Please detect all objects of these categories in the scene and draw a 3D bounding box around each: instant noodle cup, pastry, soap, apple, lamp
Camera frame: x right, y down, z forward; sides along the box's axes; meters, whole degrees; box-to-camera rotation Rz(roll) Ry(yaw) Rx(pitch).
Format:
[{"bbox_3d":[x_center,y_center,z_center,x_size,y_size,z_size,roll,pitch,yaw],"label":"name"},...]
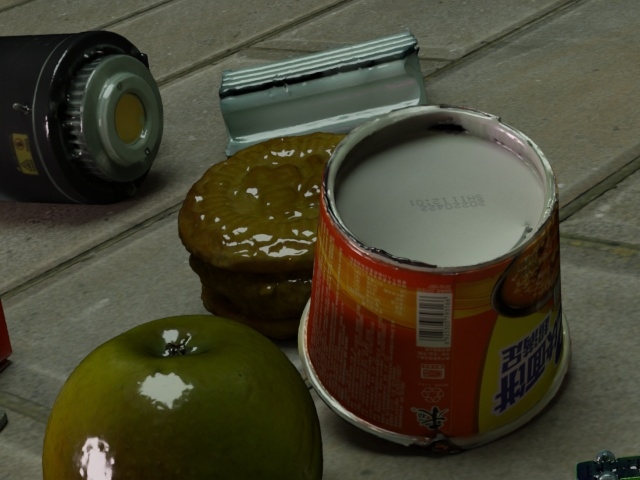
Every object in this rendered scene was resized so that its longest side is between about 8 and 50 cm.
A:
[{"bbox_3d":[0.084,0.018,1.025,0.213,0.174,0.213,-1,47,1],"label":"instant noodle cup"},{"bbox_3d":[0.000,0.000,1.290,0.235,0.132,0.240,14,40,32],"label":"pastry"},{"bbox_3d":[0.000,-0.182,1.765,0.261,0.094,0.150,-12,17,3],"label":"soap"},{"bbox_3d":[-0.092,0.138,0.945,0.196,0.157,0.196,-3,20,1],"label":"apple"},{"bbox_3d":[-0.330,-0.143,1.675,0.374,0.205,0.272,-15,15,-37],"label":"lamp"}]

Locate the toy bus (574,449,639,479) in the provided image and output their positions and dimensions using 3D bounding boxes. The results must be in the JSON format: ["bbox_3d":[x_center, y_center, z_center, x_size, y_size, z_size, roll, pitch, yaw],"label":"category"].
[{"bbox_3d":[0.206,0.154,0.902,0.083,0.037,0.031,-8,23,13],"label":"toy bus"}]

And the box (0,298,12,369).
[{"bbox_3d":[-0.392,0.093,1.276,0.182,0.099,0.133,-2,18,20],"label":"box"}]

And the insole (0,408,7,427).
[{"bbox_3d":[-0.357,0.160,1.220,0.192,0.010,0.063,-3,25,19],"label":"insole"}]
